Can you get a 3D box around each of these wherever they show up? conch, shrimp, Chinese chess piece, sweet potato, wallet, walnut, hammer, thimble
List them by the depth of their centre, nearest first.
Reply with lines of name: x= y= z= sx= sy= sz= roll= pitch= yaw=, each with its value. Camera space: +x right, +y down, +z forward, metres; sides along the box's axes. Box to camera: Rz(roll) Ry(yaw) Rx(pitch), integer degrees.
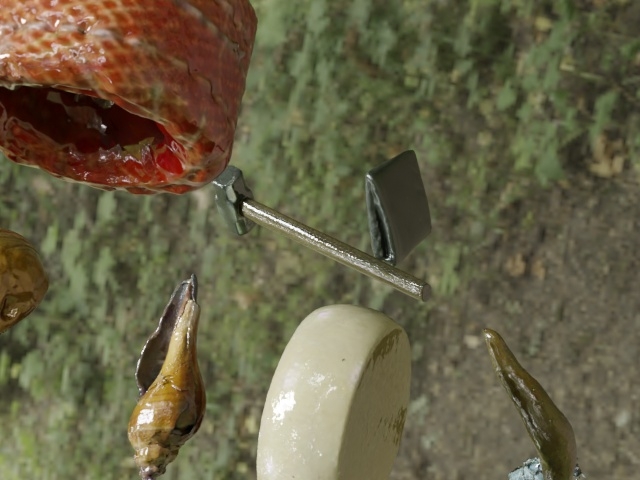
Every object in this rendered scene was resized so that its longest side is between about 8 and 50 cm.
conch: x=-0.161 y=0.160 z=1.456 sx=0.086 sy=0.080 sz=0.232 roll=-20 pitch=47 yaw=35
thimble: x=-0.247 y=-0.209 z=1.515 sx=0.350 sy=0.350 sz=0.230 roll=140 pitch=143 yaw=-63
Chinese chess piece: x=0.019 y=0.207 z=1.523 sx=0.273 sy=0.102 sz=0.273 roll=12 pitch=-90 yaw=-70
walnut: x=-0.425 y=0.046 z=1.572 sx=0.167 sy=0.211 sz=0.087 roll=25 pitch=140 yaw=32
sweet potato: x=0.277 y=0.220 z=1.681 sx=0.069 sy=0.059 sz=0.249 roll=-22 pitch=94 yaw=57
hammer: x=0.000 y=0.000 z=1.835 sx=0.365 sy=0.043 sz=0.111 roll=25 pitch=148 yaw=30
shrimp: x=0.354 y=0.381 z=2.113 sx=0.082 sy=0.076 sz=0.174 roll=60 pitch=145 yaw=6
wallet: x=0.136 y=-0.060 z=2.290 sx=0.245 sy=0.052 sz=0.168 roll=-33 pitch=-67 yaw=-64
